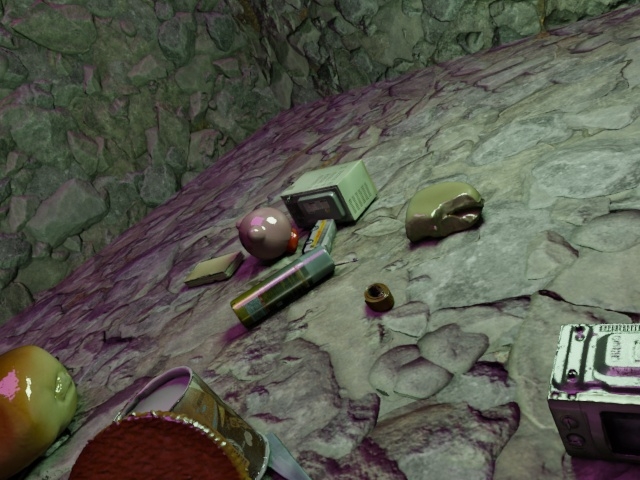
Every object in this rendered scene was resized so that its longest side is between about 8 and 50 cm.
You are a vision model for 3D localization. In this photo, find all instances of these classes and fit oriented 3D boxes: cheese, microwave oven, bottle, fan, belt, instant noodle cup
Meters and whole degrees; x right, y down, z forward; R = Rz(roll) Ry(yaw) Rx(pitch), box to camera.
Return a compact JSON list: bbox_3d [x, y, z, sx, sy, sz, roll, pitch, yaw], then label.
[{"bbox_3d":[0.309,-0.079,1.341,0.203,0.091,0.175,-12,31,35],"label":"cheese"},{"bbox_3d":[0.025,-0.137,1.698,0.241,0.145,0.194,-6,34,41],"label":"microwave oven"},{"bbox_3d":[-0.096,0.118,1.408,0.286,0.082,0.082,-32,24,-7],"label":"bottle"},{"bbox_3d":[-0.041,0.393,0.884,0.057,0.023,0.282,-38,24,-22],"label":"fan"},{"bbox_3d":[0.409,0.183,0.670,0.205,0.129,0.163,-9,32,36],"label":"microwave oven"},{"bbox_3d":[0.129,0.126,1.201,0.059,0.036,0.083,-33,22,-6],"label":"belt"},{"bbox_3d":[-0.231,0.349,0.924,0.218,0.207,0.217,-29,19,11],"label":"instant noodle cup"}]

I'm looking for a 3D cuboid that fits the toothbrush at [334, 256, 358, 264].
[{"bbox_3d":[0.058,0.059,1.444,0.097,0.008,0.006,-16,14,29],"label":"toothbrush"}]

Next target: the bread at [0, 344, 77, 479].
[{"bbox_3d":[-0.828,0.444,1.368,0.376,0.252,0.348,-28,20,-1],"label":"bread"}]

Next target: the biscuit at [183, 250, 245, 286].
[{"bbox_3d":[-0.354,0.096,1.786,0.200,0.040,0.121,-14,30,33],"label":"biscuit"}]

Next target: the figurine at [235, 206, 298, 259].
[{"bbox_3d":[-0.170,-0.022,1.659,0.173,0.173,0.173,-24,25,12],"label":"figurine"}]

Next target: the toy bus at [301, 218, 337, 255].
[{"bbox_3d":[0.000,0.000,1.567,0.072,0.057,0.172,-9,30,20],"label":"toy bus"}]

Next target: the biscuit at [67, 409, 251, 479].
[{"bbox_3d":[-0.235,0.397,0.787,0.306,0.305,0.038,-25,-3,9],"label":"biscuit"}]
